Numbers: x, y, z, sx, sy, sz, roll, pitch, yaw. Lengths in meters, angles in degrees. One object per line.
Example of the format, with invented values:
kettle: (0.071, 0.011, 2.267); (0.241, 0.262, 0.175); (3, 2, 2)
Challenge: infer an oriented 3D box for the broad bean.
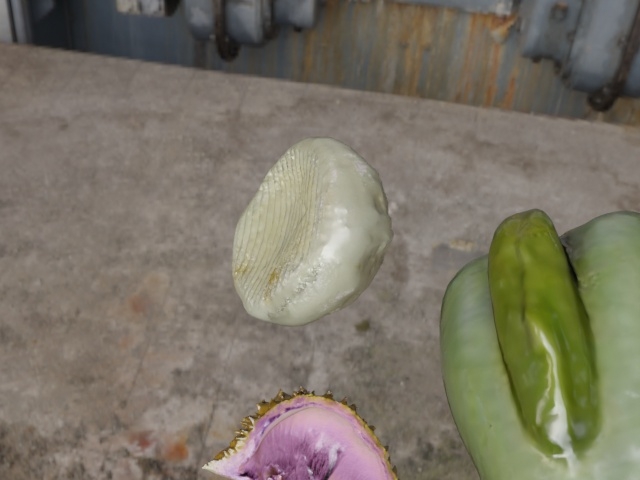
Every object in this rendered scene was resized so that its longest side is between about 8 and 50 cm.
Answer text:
broad bean: (0.116, 0.095, 0.352); (0.100, 0.228, 0.169); (-22, 10, 29)

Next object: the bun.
bun: (0.000, 0.000, 0.828); (0.102, 0.183, 0.183); (26, 31, -29)

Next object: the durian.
durian: (-0.004, 0.322, 1.370); (0.112, 0.341, 0.191); (5, 63, 60)
